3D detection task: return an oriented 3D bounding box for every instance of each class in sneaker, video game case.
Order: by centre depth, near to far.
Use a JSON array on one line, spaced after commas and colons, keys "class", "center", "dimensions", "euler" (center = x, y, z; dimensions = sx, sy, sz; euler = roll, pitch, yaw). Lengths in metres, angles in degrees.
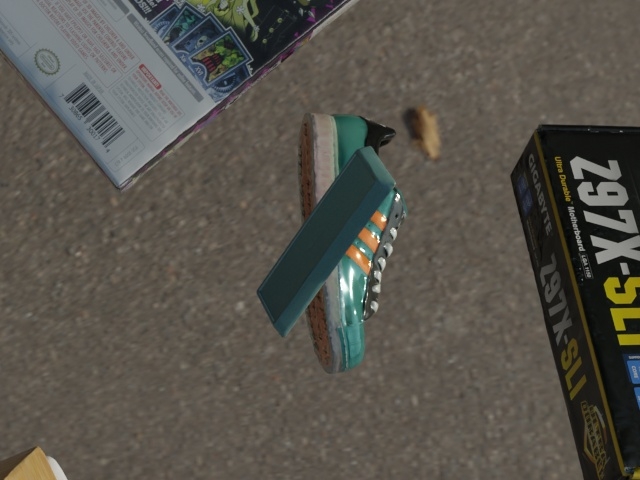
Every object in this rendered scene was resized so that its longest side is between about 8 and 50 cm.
[{"class": "video game case", "center": [-0.122, -0.183, 0.872], "dimensions": [0.210, 0.042, 0.232], "euler": [-41, 90, -8]}, {"class": "sneaker", "center": [0.045, -0.001, 1.546], "dimensions": [0.121, 0.108, 0.302], "euler": [1, 77, -13]}]

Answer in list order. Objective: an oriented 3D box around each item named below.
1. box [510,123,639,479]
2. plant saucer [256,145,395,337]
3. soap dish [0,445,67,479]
[{"class": "box", "center": [0.315, 0.054, 1.124], "dimensions": [0.257, 0.079, 0.322], "euler": [0, 58, -13]}, {"class": "plant saucer", "center": [0.000, 0.000, 1.292], "dimensions": [0.018, 0.192, 0.067], "euler": [19, 26, -35]}, {"class": "soap dish", "center": [-0.345, 0.356, 1.352], "dimensions": [0.118, 0.291, 0.228], "euler": [-26, 91, -62]}]
